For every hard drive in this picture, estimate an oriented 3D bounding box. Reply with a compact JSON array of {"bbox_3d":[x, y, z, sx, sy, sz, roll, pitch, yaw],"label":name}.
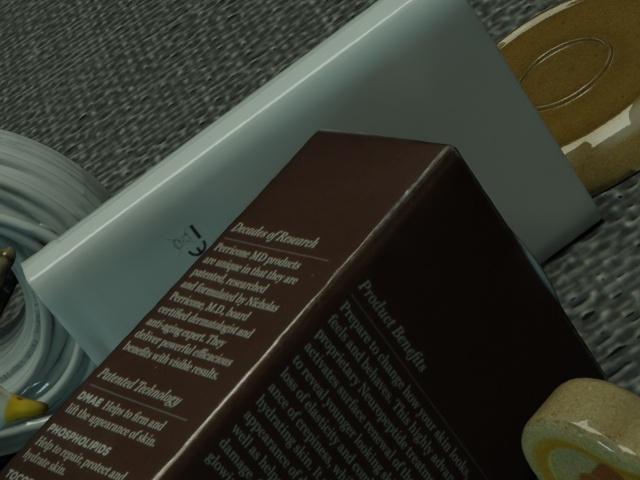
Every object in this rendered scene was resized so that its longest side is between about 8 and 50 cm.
[{"bbox_3d":[0.000,0.000,1.210,0.307,0.203,0.040,-37,28,-1],"label":"hard drive"}]

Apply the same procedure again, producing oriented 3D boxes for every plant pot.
[{"bbox_3d":[0.173,-0.107,1.363,0.236,0.032,0.236,-27,30,17],"label":"plant pot"}]

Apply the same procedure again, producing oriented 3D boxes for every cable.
[{"bbox_3d":[-0.252,0.035,1.375,0.257,0.257,0.089,-28,25,16],"label":"cable"}]

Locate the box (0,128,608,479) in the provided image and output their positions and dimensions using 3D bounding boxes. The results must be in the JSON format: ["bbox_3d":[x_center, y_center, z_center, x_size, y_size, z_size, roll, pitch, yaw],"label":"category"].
[{"bbox_3d":[-0.036,0.136,1.062,0.381,0.191,0.143,-46,30,-19],"label":"box"}]

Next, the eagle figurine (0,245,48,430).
[{"bbox_3d":[-0.260,0.087,1.063,0.225,0.226,0.298,-28,1,23],"label":"eagle figurine"}]

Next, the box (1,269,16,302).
[{"bbox_3d":[-0.346,0.066,1.617,0.147,0.077,0.180,-19,33,29],"label":"box"}]

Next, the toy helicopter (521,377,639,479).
[{"bbox_3d":[0.211,0.099,0.802,0.355,0.235,0.140,5,49,50],"label":"toy helicopter"}]
